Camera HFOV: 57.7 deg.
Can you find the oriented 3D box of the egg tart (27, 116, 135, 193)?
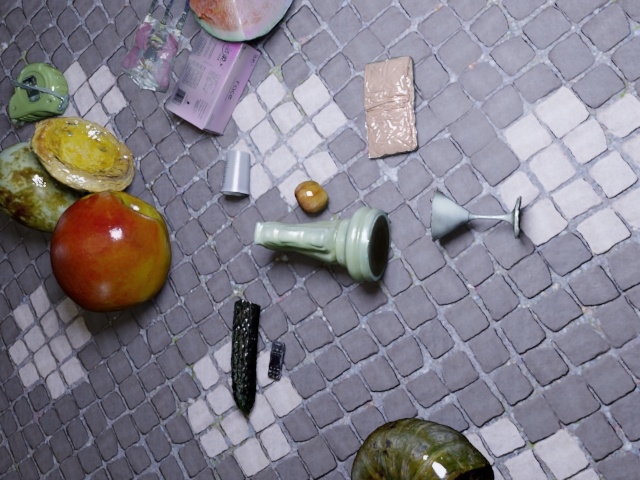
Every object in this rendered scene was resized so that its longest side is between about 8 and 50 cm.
[{"bbox_3d":[-0.665,-0.221,1.609,0.290,0.291,0.107,53,128,17],"label":"egg tart"}]

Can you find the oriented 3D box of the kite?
[{"bbox_3d":[-0.449,-0.601,1.650,0.204,0.022,0.360,31,104,22],"label":"kite"}]

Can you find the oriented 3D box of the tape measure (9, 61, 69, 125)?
[{"bbox_3d":[-0.861,-0.454,1.779,0.200,0.106,0.175,-5,89,22],"label":"tape measure"}]

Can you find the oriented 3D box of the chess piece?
[{"bbox_3d":[0.000,0.000,1.344,0.299,0.176,0.175,5,90,23],"label":"chess piece"}]

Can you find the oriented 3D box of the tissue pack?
[{"bbox_3d":[-0.281,-0.418,1.528,0.149,0.092,0.246,33,101,23],"label":"tissue pack"}]

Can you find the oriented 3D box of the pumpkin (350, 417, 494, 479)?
[{"bbox_3d":[0.202,0.502,1.242,0.325,0.242,0.232,-47,42,20],"label":"pumpkin"}]

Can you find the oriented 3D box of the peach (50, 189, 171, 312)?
[{"bbox_3d":[-0.549,0.040,1.528,0.308,0.308,0.332,37,113,21],"label":"peach"}]

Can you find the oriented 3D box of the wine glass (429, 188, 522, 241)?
[{"bbox_3d":[0.330,-0.050,1.234,0.183,0.122,0.122,3,89,22],"label":"wine glass"}]

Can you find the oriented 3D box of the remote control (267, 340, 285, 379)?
[{"bbox_3d":[-0.111,0.302,1.470,0.039,0.014,0.096,11,94,24],"label":"remote control"}]

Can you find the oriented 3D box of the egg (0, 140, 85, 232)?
[{"bbox_3d":[-0.810,-0.148,1.679,0.238,0.238,0.289,-36,98,19],"label":"egg"}]

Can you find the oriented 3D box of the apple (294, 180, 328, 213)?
[{"bbox_3d":[-0.022,-0.106,1.411,0.071,0.084,0.084,-33,74,-8],"label":"apple"}]

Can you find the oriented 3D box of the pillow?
[{"bbox_3d":[0.161,-0.312,1.358,0.126,0.043,0.232,-3,89,29],"label":"pillow"}]

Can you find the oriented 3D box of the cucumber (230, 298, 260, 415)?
[{"bbox_3d":[-0.192,0.296,1.474,0.072,0.072,0.299,2,89,24],"label":"cucumber"}]

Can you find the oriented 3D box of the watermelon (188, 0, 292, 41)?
[{"bbox_3d":[-0.209,-0.673,1.457,0.222,0.292,0.319,-2,121,45],"label":"watermelon"}]

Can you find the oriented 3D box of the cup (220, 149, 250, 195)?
[{"bbox_3d":[-0.226,-0.170,1.515,0.104,0.074,0.116,-2,83,52],"label":"cup"}]
